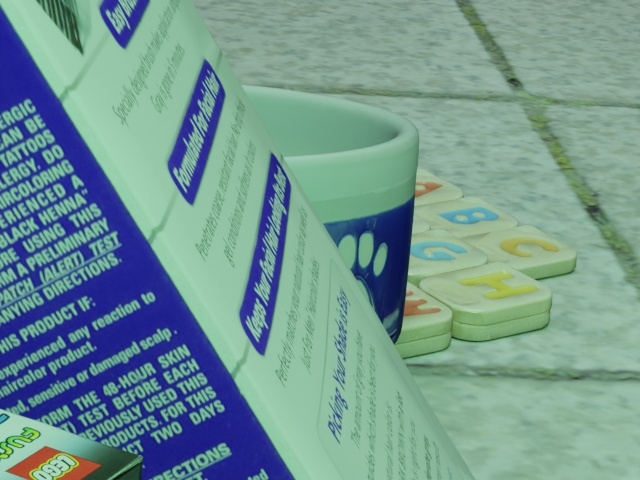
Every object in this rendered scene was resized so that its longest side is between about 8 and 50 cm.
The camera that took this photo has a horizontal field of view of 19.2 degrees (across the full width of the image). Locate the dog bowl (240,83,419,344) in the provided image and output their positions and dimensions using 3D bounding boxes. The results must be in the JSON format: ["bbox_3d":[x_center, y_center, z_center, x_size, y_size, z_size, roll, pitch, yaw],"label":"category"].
[{"bbox_3d":[-0.087,-0.011,0.920,0.265,0.104,0.265,3,12,-1],"label":"dog bowl"}]

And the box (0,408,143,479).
[{"bbox_3d":[-0.106,0.136,0.480,0.114,0.207,0.036,15,23,25],"label":"box"}]

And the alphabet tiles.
[{"bbox_3d":[0.000,0.000,1.119,0.278,0.021,0.284,-9,24,-32],"label":"alphabet tiles"}]

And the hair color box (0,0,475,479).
[{"bbox_3d":[-0.051,0.037,0.579,0.110,0.339,0.185,-26,17,12],"label":"hair color box"}]
